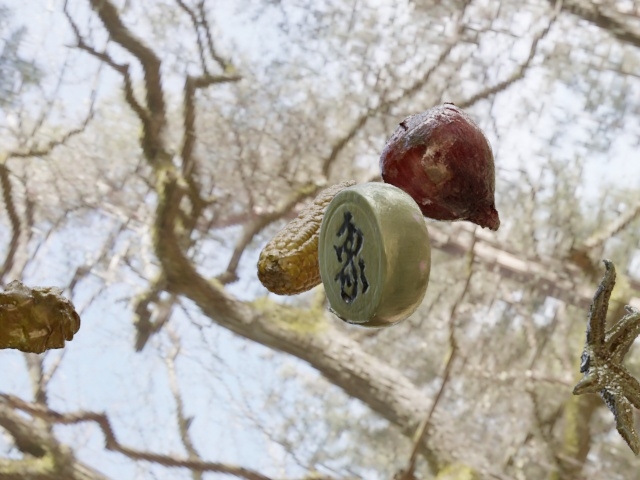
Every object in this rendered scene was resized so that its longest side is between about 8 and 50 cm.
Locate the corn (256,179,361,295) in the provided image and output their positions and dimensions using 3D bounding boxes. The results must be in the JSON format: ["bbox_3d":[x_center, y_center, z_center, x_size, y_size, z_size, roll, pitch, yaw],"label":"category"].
[{"bbox_3d":[0.004,-0.002,1.595,0.313,0.102,0.102,-48,-34,-61],"label":"corn"}]

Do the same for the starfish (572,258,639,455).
[{"bbox_3d":[0.307,0.132,1.199,0.176,0.053,0.208,49,-138,-26],"label":"starfish"}]

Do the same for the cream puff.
[{"bbox_3d":[-0.273,0.072,1.127,0.083,0.083,0.058,-46,-8,-45],"label":"cream puff"}]

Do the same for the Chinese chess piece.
[{"bbox_3d":[0.049,0.015,1.150,0.058,0.144,0.144,-3,-68,-28],"label":"Chinese chess piece"}]

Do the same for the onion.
[{"bbox_3d":[0.172,-0.086,1.587,0.159,0.195,0.159,-39,-4,-3],"label":"onion"}]
